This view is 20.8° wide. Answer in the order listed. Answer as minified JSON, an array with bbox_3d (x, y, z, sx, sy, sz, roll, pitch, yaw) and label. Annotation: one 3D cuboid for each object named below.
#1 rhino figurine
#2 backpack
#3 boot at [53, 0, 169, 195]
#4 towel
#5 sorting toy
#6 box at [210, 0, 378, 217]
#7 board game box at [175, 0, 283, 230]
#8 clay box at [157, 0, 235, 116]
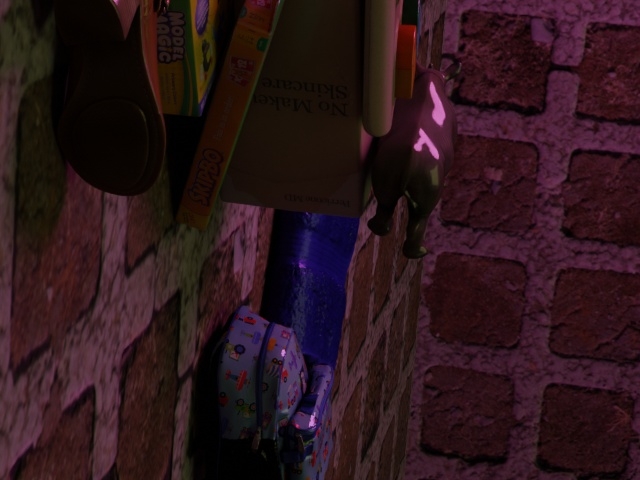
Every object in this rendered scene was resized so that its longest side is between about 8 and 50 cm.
[{"bbox_3d":[0.094,-0.099,1.645,0.243,0.073,0.106,-74,170,-49],"label":"rhino figurine"},{"bbox_3d":[-0.051,0.156,1.705,0.158,0.117,0.173,-64,156,-66],"label":"backpack"},{"bbox_3d":[-0.127,-0.141,1.165,0.152,0.073,0.197,-80,174,-45],"label":"boot"},{"bbox_3d":[0.000,0.000,2.020,0.227,0.076,0.308,48,49,-79],"label":"towel"},{"bbox_3d":[0.073,-0.219,1.529,0.208,0.038,0.193,-71,165,-55],"label":"sorting toy"},{"bbox_3d":[-0.021,-0.176,1.557,0.311,0.148,0.121,86,14,-45],"label":"box"},{"bbox_3d":[-0.065,-0.136,1.429,0.259,0.039,0.124,116,-8,-46],"label":"board game box"},{"bbox_3d":[-0.104,-0.217,1.290,0.127,0.053,0.222,-76,170,-45],"label":"clay box"}]
